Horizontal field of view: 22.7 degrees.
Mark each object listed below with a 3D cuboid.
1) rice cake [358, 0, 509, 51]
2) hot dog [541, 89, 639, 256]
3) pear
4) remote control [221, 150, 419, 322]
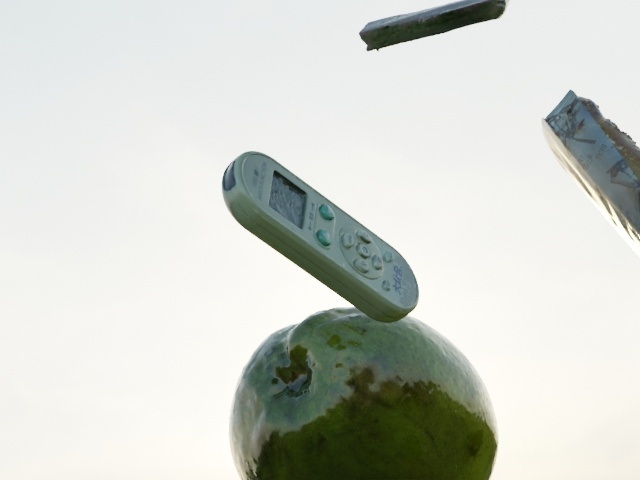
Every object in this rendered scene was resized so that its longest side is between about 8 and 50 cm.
[{"bbox_3d":[0.142,-0.272,1.974,0.206,0.047,0.036,-9,-57,34],"label":"rice cake"},{"bbox_3d":[0.238,-0.038,1.215,0.059,0.191,0.108,-36,-27,-6],"label":"hot dog"},{"bbox_3d":[0.057,0.265,2.116,0.352,0.352,0.413,-22,-43,20],"label":"pear"},{"bbox_3d":[0.000,0.000,1.413,0.221,0.078,0.042,35,-51,-24],"label":"remote control"}]
